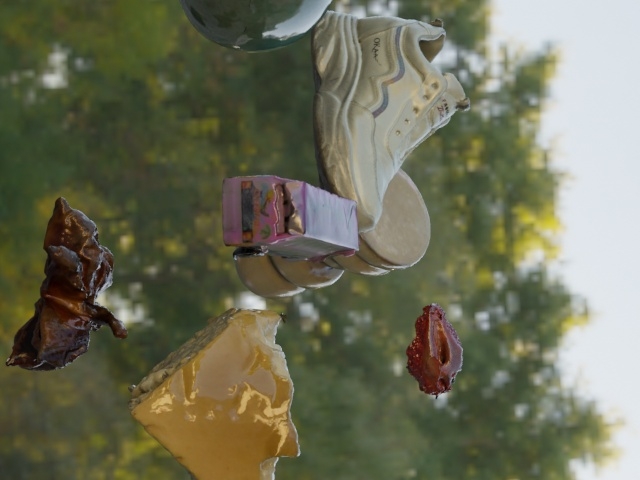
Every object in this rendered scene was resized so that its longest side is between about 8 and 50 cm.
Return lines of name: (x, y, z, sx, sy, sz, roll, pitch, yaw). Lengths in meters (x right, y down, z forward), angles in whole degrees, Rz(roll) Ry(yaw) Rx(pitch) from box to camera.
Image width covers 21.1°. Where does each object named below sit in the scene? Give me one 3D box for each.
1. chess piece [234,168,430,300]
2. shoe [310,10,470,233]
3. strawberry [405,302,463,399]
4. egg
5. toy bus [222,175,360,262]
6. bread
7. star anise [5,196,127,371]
chess piece: (0.000, 0.000, 2.486, 0.299, 0.167, 0.167, -23, -111, 44)
shoe: (0.095, -0.169, 2.298, 0.132, 0.210, 0.342, 80, 7, -59)
strawberry: (0.184, 0.175, 2.697, 0.048, 0.104, 0.152, 12, -68, 56)
egg: (-0.064, -0.278, 1.743, 0.236, 0.169, 0.169, 125, -40, -78)
toy bus: (-0.034, -0.021, 2.074, 0.274, 0.112, 0.090, 13, 74, -74)
bread: (-0.087, 0.189, 1.962, 0.224, 0.211, 0.183, 50, -12, -14)
star anise: (-0.273, 0.068, 1.866, 0.196, 0.111, 0.212, 129, -30, -53)
